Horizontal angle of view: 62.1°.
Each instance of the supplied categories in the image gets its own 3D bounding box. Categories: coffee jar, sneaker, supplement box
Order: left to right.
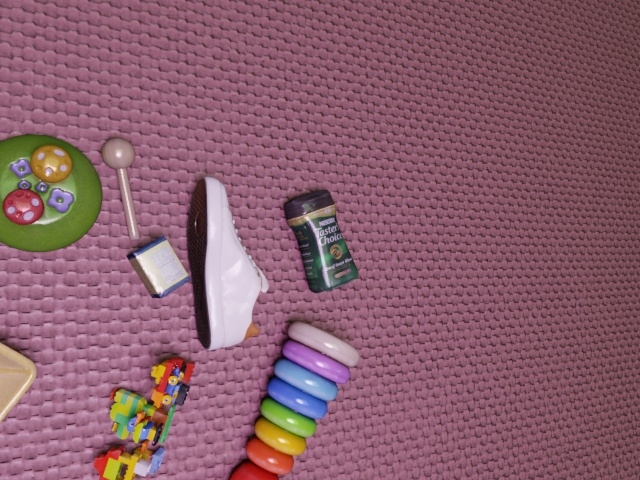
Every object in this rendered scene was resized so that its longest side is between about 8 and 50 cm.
[{"bbox_3d":[-0.263,0.045,0.862,0.056,0.083,0.083,-33,100,-26],"label":"supplement box"},{"bbox_3d":[-0.156,0.035,0.917,0.123,0.105,0.290,-7,99,-32],"label":"sneaker"},{"bbox_3d":[0.000,0.000,1.007,0.096,0.079,0.185,-22,95,-27],"label":"coffee jar"}]

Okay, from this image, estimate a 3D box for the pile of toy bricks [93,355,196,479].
[{"bbox_3d":[-0.285,0.269,0.834,0.105,0.118,0.212,19,93,4],"label":"pile of toy bricks"}]

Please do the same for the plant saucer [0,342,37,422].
[{"bbox_3d":[-0.599,0.207,0.645,0.333,0.081,0.333,46,66,-31],"label":"plant saucer"}]

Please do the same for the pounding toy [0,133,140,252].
[{"bbox_3d":[-0.390,-0.079,0.793,0.236,0.110,0.183,-5,88,-28],"label":"pounding toy"}]

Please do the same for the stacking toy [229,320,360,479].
[{"bbox_3d":[-0.058,0.315,0.923,0.141,0.141,0.331,32,75,-22],"label":"stacking toy"}]
